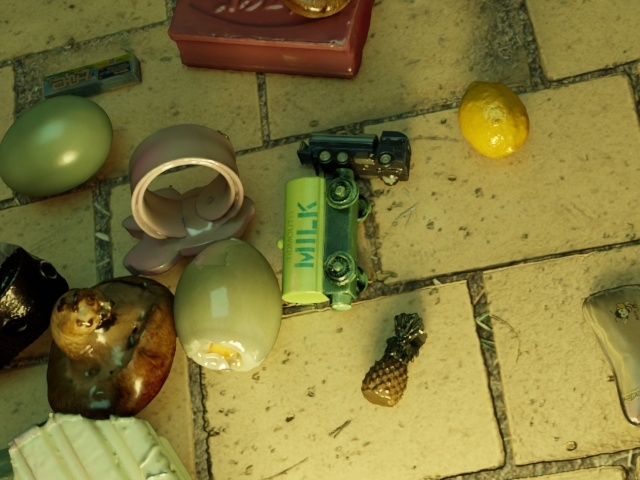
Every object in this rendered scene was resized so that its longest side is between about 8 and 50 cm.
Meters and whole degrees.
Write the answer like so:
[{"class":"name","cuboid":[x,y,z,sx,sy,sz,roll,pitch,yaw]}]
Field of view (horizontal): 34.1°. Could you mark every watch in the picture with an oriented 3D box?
[{"class":"watch","cuboid":[-0.253,-0.086,1.809,0.248,0.217,0.211,-16,42,2]}]

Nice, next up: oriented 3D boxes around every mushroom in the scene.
[{"class":"mushroom","cuboid":[-0.365,0.162,1.750,0.267,0.254,0.267,-20,20,8]},{"class":"mushroom","cuboid":[0.009,-0.462,1.857,0.170,0.080,0.135,-6,79,9]}]

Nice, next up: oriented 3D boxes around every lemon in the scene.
[{"class":"lemon","cuboid":[0.295,-0.210,1.787,0.114,0.114,0.155,-27,66,2]}]

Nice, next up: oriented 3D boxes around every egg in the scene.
[{"class":"egg","cuboid":[-0.151,0.100,1.733,0.183,0.183,0.217,0,60,15]},{"class":"egg","cuboid":[-0.496,-0.175,1.949,0.231,0.168,0.168,-34,63,3]}]

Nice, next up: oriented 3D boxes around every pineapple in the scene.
[{"class":"pineapple","cuboid":[0.123,0.189,1.686,0.074,0.074,0.159,18,65,21]}]

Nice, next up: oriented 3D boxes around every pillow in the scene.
[{"class":"pillow","cuboid":[0.498,0.172,1.608,0.130,0.038,0.233,-16,62,4]}]

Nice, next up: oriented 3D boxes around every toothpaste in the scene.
[{"class":"toothpaste","cuboid":[-0.454,-0.329,2.074,0.193,0.044,0.070,-14,65,8]}]

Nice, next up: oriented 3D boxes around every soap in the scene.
[{"class":"soap","cuboid":[-0.293,0.458,1.580,0.261,0.156,0.446,-35,75,-5]},{"class":"soap","cuboid":[-0.087,-0.442,1.984,0.359,0.128,0.233,7,68,16]}]

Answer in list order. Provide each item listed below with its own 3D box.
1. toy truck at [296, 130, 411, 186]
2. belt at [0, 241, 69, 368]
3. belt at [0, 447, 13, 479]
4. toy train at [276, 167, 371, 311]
[{"class":"toy truck","cuboid":[0.061,-0.150,1.851,0.201,0.074,0.088,3,59,17]},{"class":"belt","cuboid":[-0.573,0.129,1.835,0.289,0.164,0.184,-34,43,17]},{"class":"belt","cuboid":[-0.538,0.384,1.760,0.302,0.087,0.072,-19,70,6]},{"class":"toy train","cuboid":[0.000,0.000,1.779,0.157,0.105,0.253,-5,71,17]}]
